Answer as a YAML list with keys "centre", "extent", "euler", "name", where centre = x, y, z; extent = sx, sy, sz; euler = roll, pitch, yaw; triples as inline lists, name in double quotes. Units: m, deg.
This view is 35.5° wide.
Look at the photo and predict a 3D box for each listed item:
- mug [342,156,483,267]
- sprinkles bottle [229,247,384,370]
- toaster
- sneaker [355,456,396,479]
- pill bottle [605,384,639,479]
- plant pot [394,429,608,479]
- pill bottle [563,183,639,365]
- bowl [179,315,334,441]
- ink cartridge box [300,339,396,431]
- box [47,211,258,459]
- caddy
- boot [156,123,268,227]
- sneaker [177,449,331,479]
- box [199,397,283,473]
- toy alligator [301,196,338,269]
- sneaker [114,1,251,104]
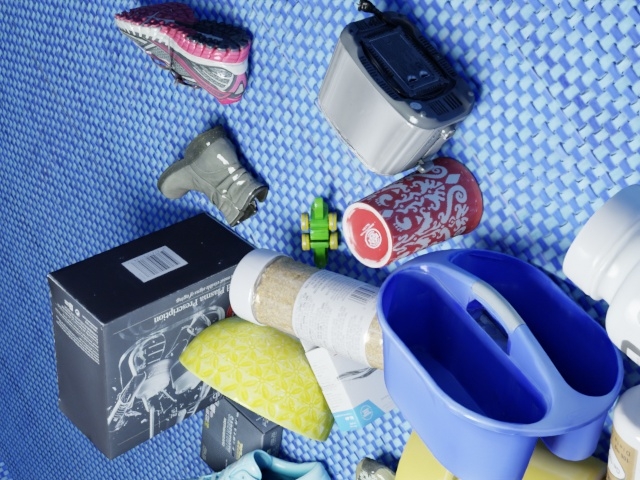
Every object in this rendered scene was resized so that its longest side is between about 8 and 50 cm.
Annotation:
- centre: [0.120, -0.019, 1.350]
  extent: [0.113, 0.169, 0.150]
  euler: [34, 133, 35]
  name: "mug"
- centre: [0.028, 0.112, 1.529]
  extent: [0.356, 0.121, 0.121]
  euler: [18, 123, 34]
  name: "sprinkles bottle"
- centre: [0.087, -0.195, 1.329]
  extent: [0.227, 0.129, 0.146]
  euler: [51, 143, 17]
  name: "toaster"
- centre: [0.091, 0.564, 1.696]
  extent: [0.158, 0.182, 0.410]
  euler: [16, 121, 46]
  name: "sneaker"
- centre: [0.410, 0.297, 1.201]
  extent: [0.131, 0.131, 0.229]
  euler: [24, 127, 42]
  name: "pill bottle"
- centre: [0.259, 0.349, 1.328]
  extent: [0.239, 0.254, 0.253]
  euler: [9, 116, 38]
  name: "plant pot"
- centre: [0.415, 0.085, 1.040]
  extent: [0.318, 0.176, 0.176]
  euler: [43, 138, 27]
  name: "pill bottle"
- centre: [-0.076, 0.203, 1.698]
  extent: [0.289, 0.289, 0.156]
  euler: [27, 86, 40]
  name: "bowl"
- centre: [0.049, 0.204, 1.614]
  extent: [0.060, 0.104, 0.180]
  euler: [-24, 91, 54]
  name: "ink cartridge box"
- centre: [-0.292, 0.166, 1.813]
  extent: [0.179, 0.343, 0.312]
  euler: [34, 134, 34]
  name: "box"
- centre: [0.213, 0.139, 1.242]
  extent: [0.341, 0.241, 0.179]
  euler: [50, 149, 46]
  name: "caddy"
- centre: [-0.195, -0.085, 1.780]
  extent: [0.161, 0.083, 0.246]
  euler: [56, 144, 3]
  name: "boot"
- centre: [-0.147, 0.459, 1.902]
  extent: [0.366, 0.135, 0.150]
  euler: [-3, 106, 13]
  name: "sneaker"
- centre: [-0.163, 0.405, 2.021]
  extent: [0.183, 0.059, 0.232]
  euler: [36, 134, 32]
  name: "box"
- centre: [0.000, 0.000, 1.614]
  extent: [0.051, 0.056, 0.189]
  euler: [-87, -5, -54]
  name: "toy alligator"
- centre: [-0.239, -0.318, 1.667]
  extent: [0.299, 0.121, 0.112]
  euler: [32, 134, 36]
  name: "sneaker"
